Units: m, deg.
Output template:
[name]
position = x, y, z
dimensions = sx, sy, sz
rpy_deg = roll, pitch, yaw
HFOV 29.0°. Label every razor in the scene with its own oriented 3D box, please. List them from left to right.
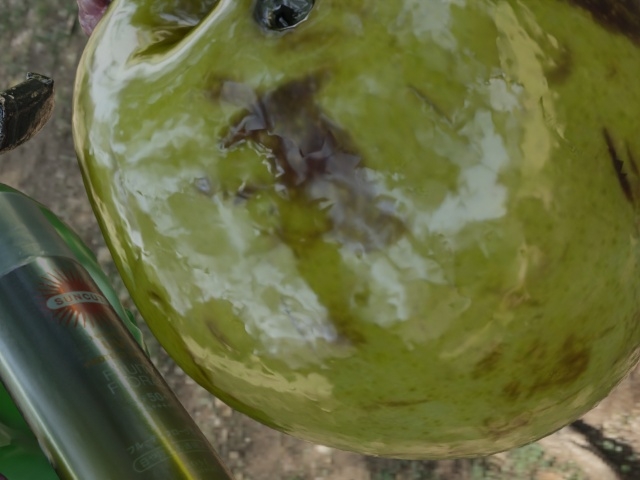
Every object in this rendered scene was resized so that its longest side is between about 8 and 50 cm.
[razor]
position = -0.428, -0.180, 1.759
dimensions = 0.054, 0.148, 0.090
rpy_deg = 21, 119, 11

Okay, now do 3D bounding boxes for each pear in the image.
[pear]
position = 0.034, -0.042, 0.548
dimensions = 0.283, 0.283, 0.284
rpy_deg = -8, 78, 41

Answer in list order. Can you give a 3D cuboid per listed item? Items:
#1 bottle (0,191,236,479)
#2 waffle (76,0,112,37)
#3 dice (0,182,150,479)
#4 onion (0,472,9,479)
[bottle]
position = -0.143, 0.083, 0.738
dimensions = 0.286, 0.082, 0.082
rpy_deg = 47, 114, 35
[waffle]
position = -0.080, -0.197, 0.681
dimensions = 0.234, 0.055, 0.221
rpy_deg = 37, 122, 1
[dice]
position = -0.339, 0.141, 1.140
dimensions = 0.287, 0.297, 0.300
rpy_deg = -33, 48, 17
[onion]
position = -0.311, 0.202, 0.743
dimensions = 0.283, 0.120, 0.227
rpy_deg = 25, 123, 0
